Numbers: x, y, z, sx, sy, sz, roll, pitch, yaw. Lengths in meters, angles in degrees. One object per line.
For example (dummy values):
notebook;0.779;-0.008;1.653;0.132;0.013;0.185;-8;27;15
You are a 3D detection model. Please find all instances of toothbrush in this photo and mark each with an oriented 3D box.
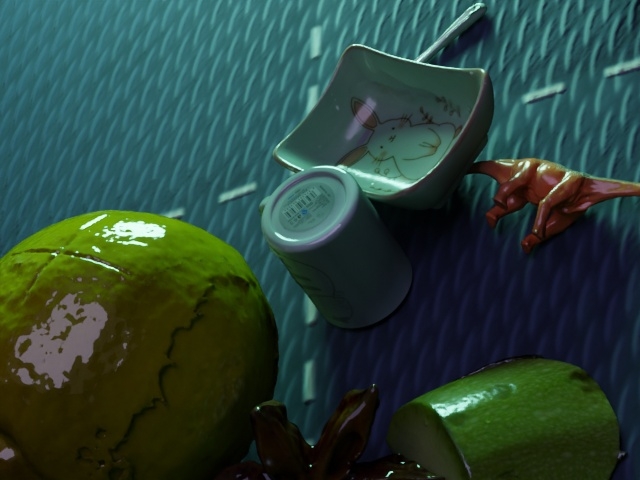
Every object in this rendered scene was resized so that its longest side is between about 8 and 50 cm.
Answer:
toothbrush;0.089;-0.178;1.599;0.204;0.022;0.017;-40;32;-1

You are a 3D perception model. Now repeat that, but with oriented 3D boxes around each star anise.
star anise;0.000;0.205;1.306;0.212;0.196;0.111;10;35;21

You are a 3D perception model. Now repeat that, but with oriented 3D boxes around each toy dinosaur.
toy dinosaur;0.215;-0.036;1.405;0.279;0.055;0.101;26;68;39

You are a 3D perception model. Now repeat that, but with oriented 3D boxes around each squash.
squash;0.146;0.161;1.289;0.184;0.085;0.192;-36;49;4

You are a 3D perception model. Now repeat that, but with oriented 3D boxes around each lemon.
lemon;-0.182;0.116;1.378;0.297;0.297;0.297;-15;52;21

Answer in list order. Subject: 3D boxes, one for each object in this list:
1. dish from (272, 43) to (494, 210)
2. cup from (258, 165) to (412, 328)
dish;0.072;-0.098;1.499;0.212;0.077;0.151;19;71;49
cup;0.000;0.008;1.447;0.136;0.133;0.099;-5;53;27
